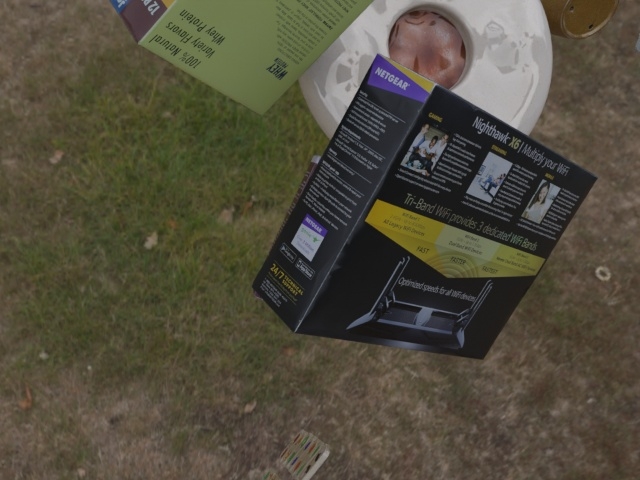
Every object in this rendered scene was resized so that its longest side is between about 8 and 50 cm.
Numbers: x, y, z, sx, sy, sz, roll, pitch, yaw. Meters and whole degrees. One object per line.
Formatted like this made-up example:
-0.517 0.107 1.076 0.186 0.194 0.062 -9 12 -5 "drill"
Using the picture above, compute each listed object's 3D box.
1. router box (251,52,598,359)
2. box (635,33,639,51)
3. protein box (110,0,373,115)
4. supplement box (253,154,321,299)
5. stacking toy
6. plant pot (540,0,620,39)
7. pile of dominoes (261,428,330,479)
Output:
0.116 -0.012 0.740 0.309 0.242 0.081 16 19 -45 "router box"
0.289 -0.164 0.502 0.087 0.102 0.101 -43 64 -15 "box"
-0.078 -0.270 0.756 0.200 0.201 0.136 21 30 -57 "protein box"
0.000 0.000 1.179 0.130 0.073 0.239 25 93 -9 "supplement box"
0.092 -0.239 1.153 0.351 0.480 0.350 0 89 -14 "stacking toy"
0.428 -0.484 1.376 0.237 0.237 0.254 -10 46 -19 "plant pot"
-0.076 0.341 1.030 0.040 0.251 0.196 37 78 -4 "pile of dominoes"
